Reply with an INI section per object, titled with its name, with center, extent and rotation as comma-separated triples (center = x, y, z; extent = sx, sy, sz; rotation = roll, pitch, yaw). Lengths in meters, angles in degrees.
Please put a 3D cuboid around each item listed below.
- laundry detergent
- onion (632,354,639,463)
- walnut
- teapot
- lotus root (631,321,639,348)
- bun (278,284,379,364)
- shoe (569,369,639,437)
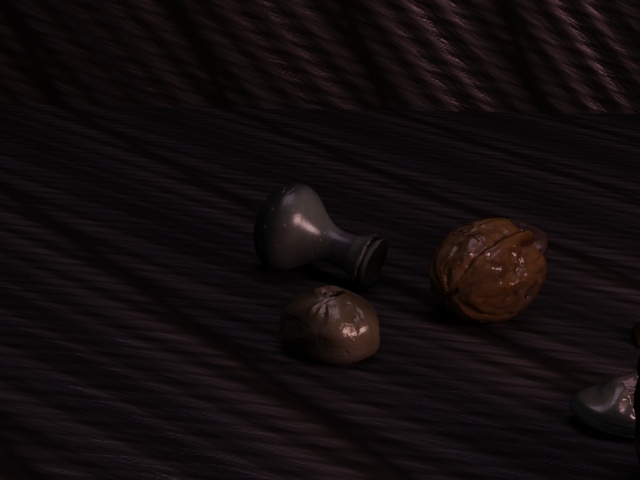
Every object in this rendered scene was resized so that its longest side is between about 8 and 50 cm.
[laundry detergent]
center = 0.358, 0.022, 2.480
extent = 0.237, 0.076, 0.171
rotation = -12, 25, -36
[onion]
center = 0.535, 0.259, 1.629
extent = 0.272, 0.230, 0.256
rotation = 24, 36, 23
[walnut]
center = 0.310, 0.056, 2.223
extent = 0.198, 0.198, 0.245
rotation = 18, 27, 36
[teapot]
center = 0.000, 0.000, 2.372
extent = 0.250, 0.184, 0.183
rotation = 24, 26, 19
[lotus root]
center = 0.582, 0.167, 2.179
extent = 0.037, 0.030, 0.083
rotation = 4, 19, 6
[bun]
center = 0.018, 0.134, 2.061
extent = 0.173, 0.113, 0.166
rotation = 2, 20, -11
[shoe]
center = 0.514, 0.243, 1.862
extent = 0.251, 0.100, 0.103
rotation = 4, 20, -6
